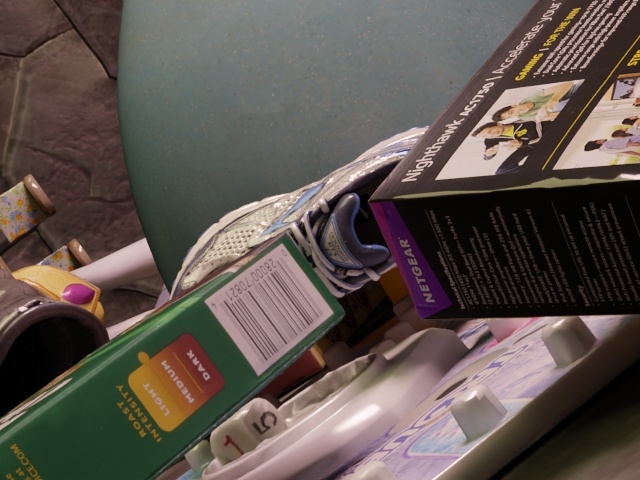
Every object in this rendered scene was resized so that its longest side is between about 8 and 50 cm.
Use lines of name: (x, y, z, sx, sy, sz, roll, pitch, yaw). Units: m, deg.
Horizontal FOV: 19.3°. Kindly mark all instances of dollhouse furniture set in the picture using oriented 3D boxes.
dollhouse furniture set: (-0.294, 0.087, 1.750, 0.212, 0.242, 0.161, -35, 3, -7)

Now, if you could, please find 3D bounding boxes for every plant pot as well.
plant pot: (-0.009, -0.112, 1.133, 0.290, 0.195, 0.290, -30, 8, 5)

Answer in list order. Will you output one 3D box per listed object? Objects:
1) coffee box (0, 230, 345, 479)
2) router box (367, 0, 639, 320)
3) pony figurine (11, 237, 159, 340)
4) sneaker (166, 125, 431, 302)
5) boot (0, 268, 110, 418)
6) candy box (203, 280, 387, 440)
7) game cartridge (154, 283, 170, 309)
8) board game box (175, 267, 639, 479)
coffee box: (-0.080, 0.066, 0.592, 0.113, 0.040, 0.184, -32, 4, 38)
router box: (0.114, -0.048, 0.535, 0.133, 0.046, 0.179, -3, 34, 40)
pony figurine: (-0.243, 0.085, 1.294, 0.351, 0.302, 0.363, -30, -13, 34)
sneaker: (0.000, 0.000, 0.697, 0.135, 0.052, 0.058, -35, 7, -3)
boot: (-0.230, 0.146, 0.986, 0.118, 0.338, 0.223, 6, 22, -35)
candy box: (-0.028, 0.055, 1.130, 0.109, 0.053, 0.186, -32, 5, 20)
game cartridge: (-0.013, -0.034, 1.452, 0.355, 0.068, 0.230, -32, 28, 49)
board game box: (-0.010, 0.067, 0.712, 0.390, 0.050, 0.390, -35, 3, -19)
